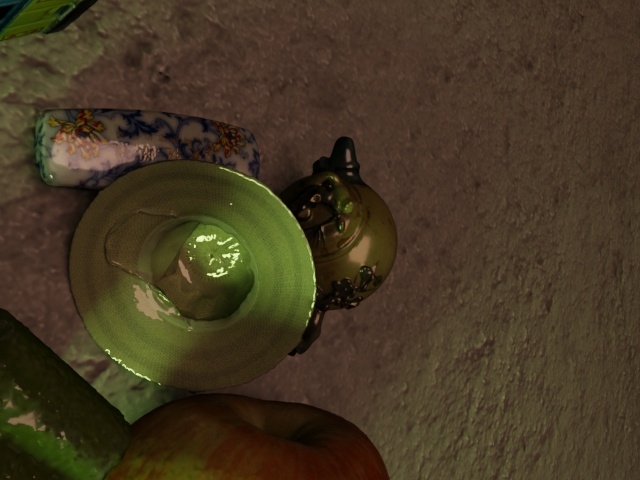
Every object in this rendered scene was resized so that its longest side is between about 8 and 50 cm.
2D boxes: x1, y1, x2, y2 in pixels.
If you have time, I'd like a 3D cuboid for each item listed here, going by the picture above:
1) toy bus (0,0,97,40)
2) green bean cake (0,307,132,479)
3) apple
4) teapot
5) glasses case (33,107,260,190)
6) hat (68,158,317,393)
[{"bbox_3d":[-0.314,-0.307,0.443,0.175,0.138,0.287,-36,112,-39],"label":"toy bus"},{"bbox_3d":[-0.285,0.165,0.365,0.156,0.247,0.250,54,55,-27],"label":"green bean cake"},{"bbox_3d":[-0.081,0.292,0.528,0.301,0.301,0.301,3,85,-43],"label":"apple"},{"bbox_3d":[0.000,0.000,0.670,0.182,0.173,0.269,70,35,-62],"label":"teapot"},{"bbox_3d":[-0.173,-0.094,0.608,0.248,0.065,0.087,-5,88,-42],"label":"glasses case"},{"bbox_3d":[-0.123,0.029,0.606,0.110,0.252,0.252,-82,152,-74],"label":"hat"}]
